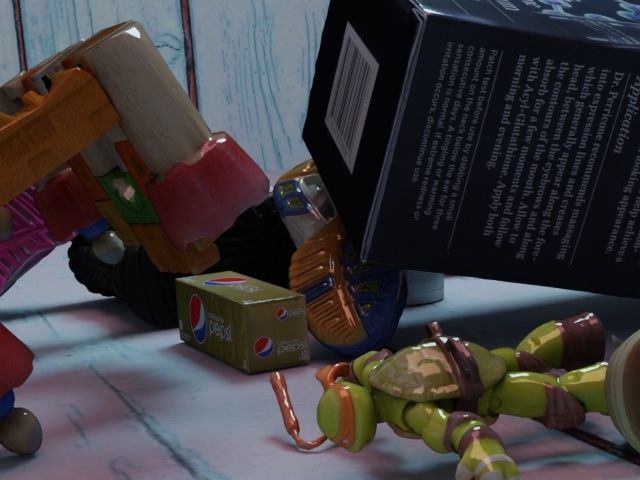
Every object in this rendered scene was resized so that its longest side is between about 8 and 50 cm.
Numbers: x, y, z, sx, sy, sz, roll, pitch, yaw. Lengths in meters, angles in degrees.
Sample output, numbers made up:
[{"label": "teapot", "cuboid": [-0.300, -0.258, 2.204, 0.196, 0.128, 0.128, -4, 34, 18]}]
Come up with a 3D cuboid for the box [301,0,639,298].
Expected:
[{"label": "box", "cuboid": [0.213, -0.106, 1.158, 0.395, 0.212, 0.293, 8, 22, -15]}]

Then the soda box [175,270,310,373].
[{"label": "soda box", "cuboid": [-0.072, 0.069, 1.164, 0.058, 0.061, 0.181, -7, 8, -24]}]

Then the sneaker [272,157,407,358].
[{"label": "sneaker", "cuboid": [0.037, 0.031, 1.219, 0.112, 0.131, 0.296, -23, 30, 7]}]

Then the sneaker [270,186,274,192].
[{"label": "sneaker", "cuboid": [-0.095, -0.027, 1.789, 0.235, 0.094, 0.153, -11, 8, -38]}]

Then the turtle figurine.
[{"label": "turtle figurine", "cuboid": [0.081, 0.090, 0.809, 0.217, 0.087, 0.269, -7, 8, -18]}]

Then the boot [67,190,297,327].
[{"label": "boot", "cuboid": [-0.092, -0.003, 1.456, 0.348, 0.131, 0.260, -8, 8, -20]}]

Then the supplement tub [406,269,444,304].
[{"label": "supplement tub", "cuboid": [0.090, 0.008, 1.349, 0.071, 0.107, 0.071, -5, 7, 1]}]

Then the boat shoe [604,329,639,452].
[{"label": "boat shoe", "cuboid": [0.261, 0.082, 0.758, 0.285, 0.104, 0.089, 3, -2, -33]}]

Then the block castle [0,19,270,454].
[{"label": "block castle", "cuboid": [-0.246, 0.000, 1.072, 0.303, 0.213, 0.453, -38, 16, -19]}]

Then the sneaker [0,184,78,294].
[{"label": "sneaker", "cuboid": [-0.354, -0.005, 1.465, 0.252, 0.103, 0.111, -44, 14, -21]}]
